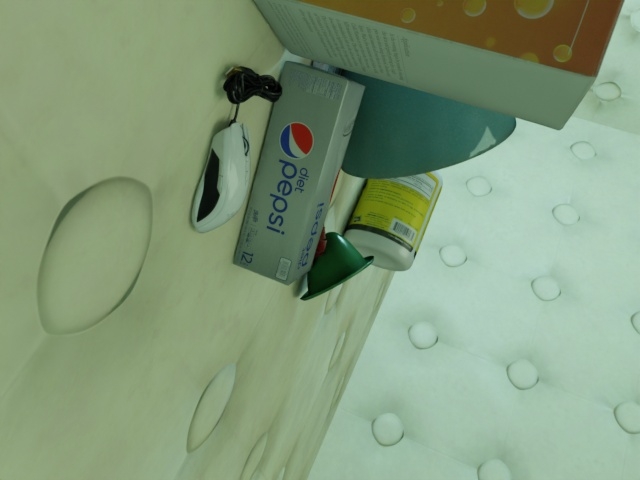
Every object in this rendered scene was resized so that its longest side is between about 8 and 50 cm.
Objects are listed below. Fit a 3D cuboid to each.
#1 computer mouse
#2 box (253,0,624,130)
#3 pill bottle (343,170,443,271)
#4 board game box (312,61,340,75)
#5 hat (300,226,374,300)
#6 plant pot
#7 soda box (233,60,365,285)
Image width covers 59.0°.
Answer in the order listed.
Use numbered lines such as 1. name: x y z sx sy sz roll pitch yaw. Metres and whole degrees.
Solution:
1. computer mouse: -0.093 -0.094 0.634 0.106 0.042 0.193 -24 132 -73
2. box: 0.132 -0.284 0.597 0.168 0.345 0.215 19 90 -76
3. pill bottle: 0.199 -0.105 1.448 0.188 0.187 0.334 71 42 -69
4. board game box: 0.007 -0.249 0.849 0.090 0.020 0.090 -42 149 -67
5. hat: 0.000 0.000 1.174 0.208 0.184 0.173 -29 -176 34
6. plant pot: 0.144 -0.247 0.895 0.290 0.290 0.196 -52 130 -51
7. soda box: -0.030 -0.090 0.782 0.098 0.091 0.287 -30 138 -70
